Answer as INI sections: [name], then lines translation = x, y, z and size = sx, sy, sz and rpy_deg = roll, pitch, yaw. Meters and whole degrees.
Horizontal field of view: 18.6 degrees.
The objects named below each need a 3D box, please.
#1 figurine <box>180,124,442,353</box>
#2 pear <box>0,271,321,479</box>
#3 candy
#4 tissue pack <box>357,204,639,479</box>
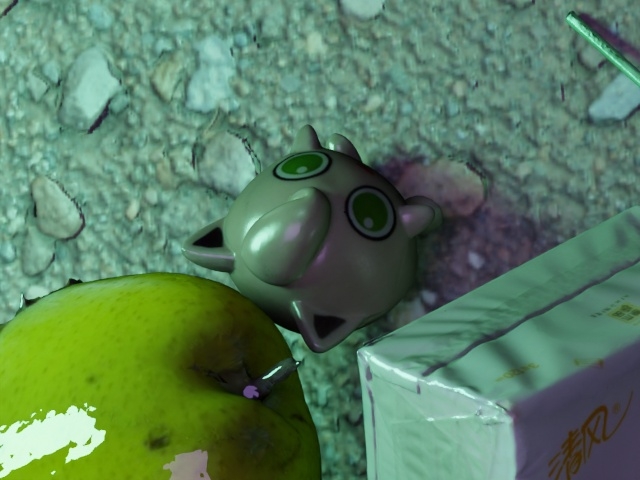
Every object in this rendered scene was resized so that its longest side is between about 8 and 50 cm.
[figurine]
translation = 0.000, 0.000, 1.214
size = 0.125, 0.138, 0.125
rpy_deg = 30, 139, 30
[pear]
translation = -0.078, 0.128, 1.127
size = 0.178, 0.267, 0.267
rpy_deg = -31, 71, 59
[candy]
translation = 0.218, -0.076, 1.183
size = 0.061, 0.061, 0.202
rpy_deg = -50, 61, 11
[tissue pack]
translation = 0.142, 0.109, 1.033
size = 0.124, 0.225, 0.185
rpy_deg = 20, 125, 44
